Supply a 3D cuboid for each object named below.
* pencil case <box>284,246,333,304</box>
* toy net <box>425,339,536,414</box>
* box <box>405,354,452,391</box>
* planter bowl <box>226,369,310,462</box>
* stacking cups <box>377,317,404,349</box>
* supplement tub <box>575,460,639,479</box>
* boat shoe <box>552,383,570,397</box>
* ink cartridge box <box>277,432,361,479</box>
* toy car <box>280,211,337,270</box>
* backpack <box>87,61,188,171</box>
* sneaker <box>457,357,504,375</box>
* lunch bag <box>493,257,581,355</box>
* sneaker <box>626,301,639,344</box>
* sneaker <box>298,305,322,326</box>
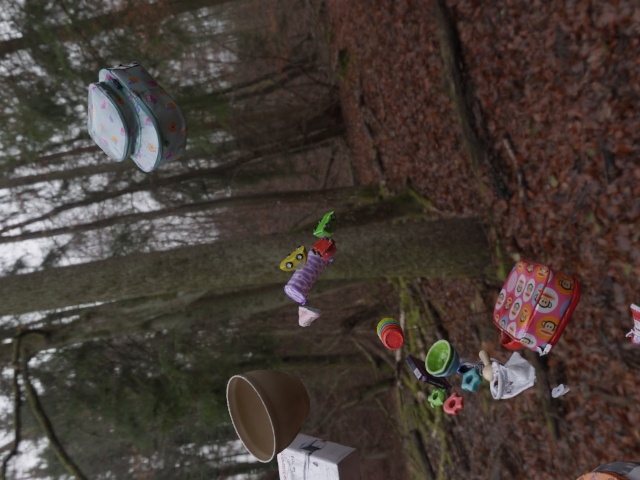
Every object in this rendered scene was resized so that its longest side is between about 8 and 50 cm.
[{"bbox_3d":[-0.038,0.113,1.691,0.088,0.206,0.086,41,153,-9],"label":"pencil case"},{"bbox_3d":[0.254,0.233,0.834,0.122,0.045,0.232,-64,17,-20],"label":"toy net"},{"bbox_3d":[0.402,0.494,1.840,0.162,0.029,0.116,27,-165,-26],"label":"box"},{"bbox_3d":[-0.088,0.313,0.929,0.162,0.109,0.162,21,117,47],"label":"planter bowl"},{"bbox_3d":[0.243,0.330,1.746,0.316,0.095,0.096,33,-134,-80],"label":"stacking cups"},{"bbox_3d":[0.604,0.499,0.877,0.193,0.315,0.194,-41,41,49],"label":"supplement tub"},{"bbox_3d":[0.902,0.564,1.853,0.100,0.035,0.035,97,-176,-53],"label":"boat shoe"},{"bbox_3d":[-0.003,0.538,1.133,0.082,0.190,0.140,-11,-85,-50],"label":"ink cartridge box"},{"bbox_3d":[0.000,0.000,1.509,0.053,0.239,0.225,47,-131,-20],"label":"toy car"},{"bbox_3d":[-0.358,-0.232,0.972,0.144,0.188,0.166,-45,-9,-45],"label":"backpack"},{"bbox_3d":[0.450,0.367,1.404,0.058,0.135,0.052,-23,-75,-66],"label":"sneaker"},{"bbox_3d":[0.584,0.190,1.386,0.293,0.120,0.258,-51,-16,-82],"label":"lunch bag"},{"bbox_3d":[0.585,0.157,0.903,0.118,0.067,0.042,26,-166,-33],"label":"sneaker"},{"bbox_3d":[-0.037,0.275,1.753,0.134,0.050,0.070,3,87,61],"label":"sneaker"}]
